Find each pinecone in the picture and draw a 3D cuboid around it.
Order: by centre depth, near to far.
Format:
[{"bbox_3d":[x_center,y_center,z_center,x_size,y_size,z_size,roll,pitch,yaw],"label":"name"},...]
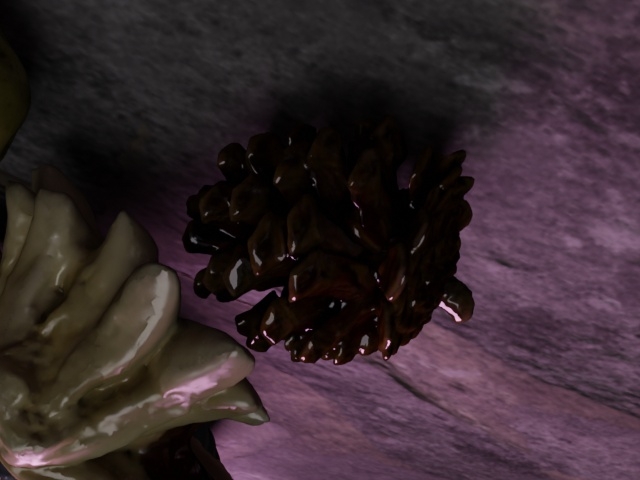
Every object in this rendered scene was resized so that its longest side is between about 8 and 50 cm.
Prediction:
[{"bbox_3d":[-0.001,0.002,0.566,0.212,0.168,0.185,-2,171,17],"label":"pinecone"}]

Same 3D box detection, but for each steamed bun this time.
[{"bbox_3d":[-0.171,0.095,0.598,0.428,0.189,0.247,41,164,16],"label":"steamed bun"}]

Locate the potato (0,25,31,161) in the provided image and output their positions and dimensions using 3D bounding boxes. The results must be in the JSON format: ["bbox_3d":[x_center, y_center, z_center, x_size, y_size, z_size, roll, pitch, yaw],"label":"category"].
[{"bbox_3d":[-0.318,-0.112,0.537,0.228,0.148,0.197,-16,139,23],"label":"potato"}]

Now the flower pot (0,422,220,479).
[{"bbox_3d":[-0.205,0.219,0.795,0.189,0.157,0.243,-25,116,28],"label":"flower pot"}]
